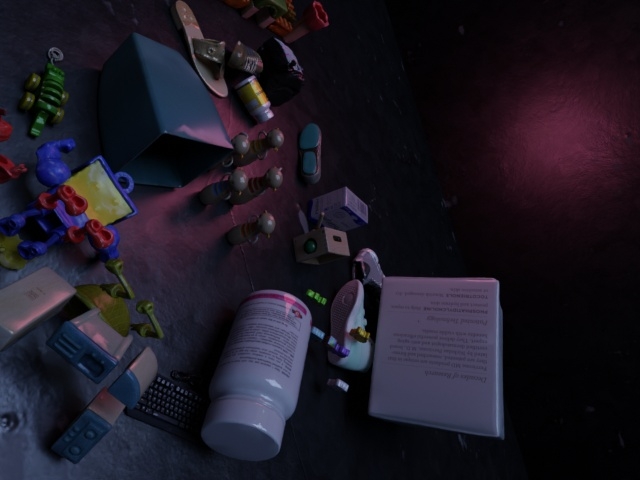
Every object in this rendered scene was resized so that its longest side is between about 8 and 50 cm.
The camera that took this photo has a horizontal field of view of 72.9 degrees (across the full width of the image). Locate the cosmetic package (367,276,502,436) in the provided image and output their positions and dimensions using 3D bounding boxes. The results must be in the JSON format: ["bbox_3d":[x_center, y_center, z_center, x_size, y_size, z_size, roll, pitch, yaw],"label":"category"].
[{"bbox_3d":[0.356,0.344,1.265,0.329,0.328,0.393,47,47,-56],"label":"cosmetic package"}]

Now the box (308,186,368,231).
[{"bbox_3d":[0.053,-0.085,1.307,0.126,0.137,0.072,34,48,-45],"label":"box"}]

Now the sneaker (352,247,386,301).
[{"bbox_3d":[0.165,0.148,1.430,0.132,0.086,0.228,-33,94,-52],"label":"sneaker"}]

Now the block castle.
[{"bbox_3d":[-0.159,-0.830,1.300,0.453,0.213,0.302,-4,77,-58],"label":"block castle"}]

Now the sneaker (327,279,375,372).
[{"bbox_3d":[0.104,0.250,1.248,0.151,0.094,0.255,35,56,-37],"label":"sneaker"}]

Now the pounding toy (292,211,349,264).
[{"bbox_3d":[0.000,0.000,1.184,0.141,0.130,0.100,13,63,-55],"label":"pounding toy"}]

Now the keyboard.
[{"bbox_3d":[-0.243,0.277,0.756,0.180,0.023,0.108,46,39,-37],"label":"keyboard"}]

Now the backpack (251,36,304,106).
[{"bbox_3d":[-0.126,-0.491,1.258,0.115,0.152,0.181,26,40,-57],"label":"backpack"}]

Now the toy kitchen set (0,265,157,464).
[{"bbox_3d":[-0.342,0.173,0.542,0.207,0.166,0.122,43,13,-9],"label":"toy kitchen set"}]

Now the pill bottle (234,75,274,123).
[{"bbox_3d":[-0.176,-0.379,1.172,0.116,0.065,0.065,59,33,-21],"label":"pill bottle"}]

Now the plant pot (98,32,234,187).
[{"bbox_3d":[-0.307,-0.245,0.810,0.166,0.166,0.234,-3,69,-58],"label":"plant pot"}]

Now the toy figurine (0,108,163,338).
[{"bbox_3d":[-0.325,-0.036,0.647,0.362,0.191,0.217,61,28,-19],"label":"toy figurine"}]

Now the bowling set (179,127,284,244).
[{"bbox_3d":[-0.188,-0.145,0.941,0.200,0.154,0.286,25,53,-51],"label":"bowling set"}]

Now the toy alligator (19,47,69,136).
[{"bbox_3d":[-0.437,-0.254,0.704,0.056,0.051,0.189,29,51,-49],"label":"toy alligator"}]

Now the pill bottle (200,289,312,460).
[{"bbox_3d":[-0.114,0.243,0.817,0.160,0.161,0.283,53,28,-28],"label":"pill bottle"}]

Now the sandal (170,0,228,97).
[{"bbox_3d":[-0.273,-0.476,1.056,0.239,0.079,0.088,63,32,-14],"label":"sandal"}]

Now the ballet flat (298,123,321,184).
[{"bbox_3d":[-0.031,-0.268,1.359,0.068,0.072,0.213,73,16,-60],"label":"ballet flat"}]

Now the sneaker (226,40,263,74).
[{"bbox_3d":[-0.188,-0.470,1.128,0.086,0.064,0.192,25,22,-18],"label":"sneaker"}]

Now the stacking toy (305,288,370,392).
[{"bbox_3d":[0.012,0.253,1.085,0.221,0.052,0.166,39,56,-16],"label":"stacking toy"}]
